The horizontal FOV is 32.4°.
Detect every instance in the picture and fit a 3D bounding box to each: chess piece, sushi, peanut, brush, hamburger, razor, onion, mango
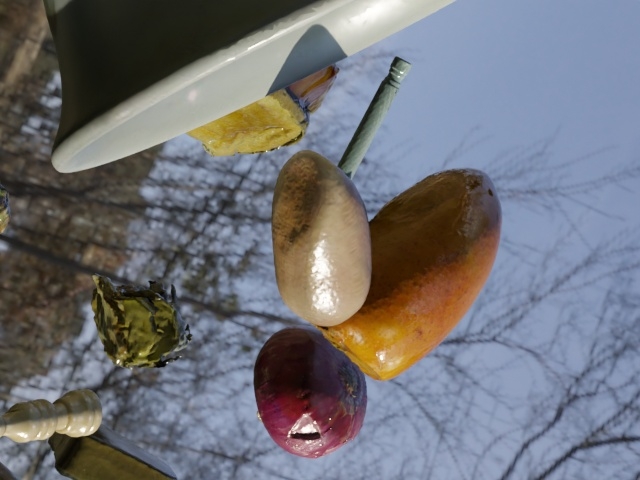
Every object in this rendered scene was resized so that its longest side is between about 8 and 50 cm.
[{"bbox_3d":[-0.198,0.126,0.772,0.035,0.092,0.035,-1,-91,33],"label":"chess piece"},{"bbox_3d":[-0.252,0.103,1.539,0.291,0.131,0.139,178,-99,-81],"label":"sushi"},{"bbox_3d":[0.000,0.000,0.814,0.076,0.076,0.152,-100,-177,-53],"label":"peanut"},{"bbox_3d":[-0.236,0.243,1.221,0.059,0.123,0.197,-58,-167,-11],"label":"brush"},{"bbox_3d":[-0.092,-0.196,1.285,0.211,0.309,0.132,-8,-107,19],"label":"hamburger"},{"bbox_3d":[0.054,-0.125,1.401,0.232,0.106,0.068,-61,176,9],"label":"razor"},{"bbox_3d":[-0.017,0.199,1.455,0.177,0.153,0.177,1,90,-79],"label":"onion"},{"bbox_3d":[0.091,0.023,1.060,0.252,0.126,0.154,-50,-171,-27],"label":"mango"}]

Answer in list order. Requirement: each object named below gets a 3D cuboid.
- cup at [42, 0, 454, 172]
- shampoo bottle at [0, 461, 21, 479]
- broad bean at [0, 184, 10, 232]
[{"bbox_3d":[-0.030,-0.184,0.645,0.347,0.163,0.347,-26,-176,2],"label":"cup"},{"bbox_3d":[-0.439,0.414,1.567,0.350,0.084,0.125,23,-81,47],"label":"shampoo bottle"},{"bbox_3d":[-0.310,-0.105,0.676,0.098,0.318,0.056,-27,-150,27],"label":"broad bean"}]
